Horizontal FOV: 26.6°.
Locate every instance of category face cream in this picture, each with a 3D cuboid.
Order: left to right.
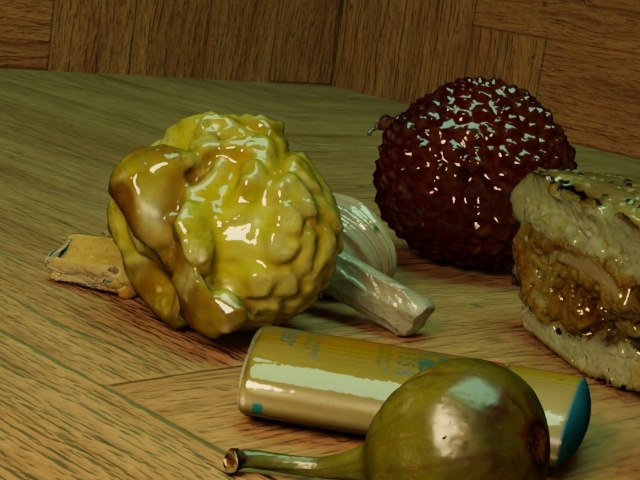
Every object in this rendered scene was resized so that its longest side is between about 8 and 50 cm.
[{"bbox_3d":[0.081,0.127,1.107,0.285,0.067,0.139,9,14,4],"label":"face cream"}]

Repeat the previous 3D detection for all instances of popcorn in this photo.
[{"bbox_3d":[-0.097,-0.005,1.318,0.237,0.206,0.251,29,32,-3],"label":"popcorn"}]

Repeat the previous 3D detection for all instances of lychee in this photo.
[{"bbox_3d":[0.195,-0.094,1.776,0.300,0.264,0.264,33,20,20],"label":"lychee"}]

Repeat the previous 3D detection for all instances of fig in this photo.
[{"bbox_3d":[0.044,0.154,0.942,0.236,0.124,0.124,-12,3,24],"label":"fig"}]

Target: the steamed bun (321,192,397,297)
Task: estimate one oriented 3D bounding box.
[{"bbox_3d":[0.000,0.000,1.571,0.183,0.106,0.183,7,10,-1],"label":"steamed bun"}]

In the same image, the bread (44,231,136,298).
[{"bbox_3d":[-0.229,0.026,1.422,0.106,0.053,0.072,11,35,23],"label":"bread"}]

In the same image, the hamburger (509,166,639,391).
[{"bbox_3d":[0.359,0.039,1.428,0.276,0.195,0.318,1,16,-26],"label":"hamburger"}]

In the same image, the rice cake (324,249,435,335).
[{"bbox_3d":[0.006,0.025,1.449,0.256,0.052,0.057,30,23,22],"label":"rice cake"}]
